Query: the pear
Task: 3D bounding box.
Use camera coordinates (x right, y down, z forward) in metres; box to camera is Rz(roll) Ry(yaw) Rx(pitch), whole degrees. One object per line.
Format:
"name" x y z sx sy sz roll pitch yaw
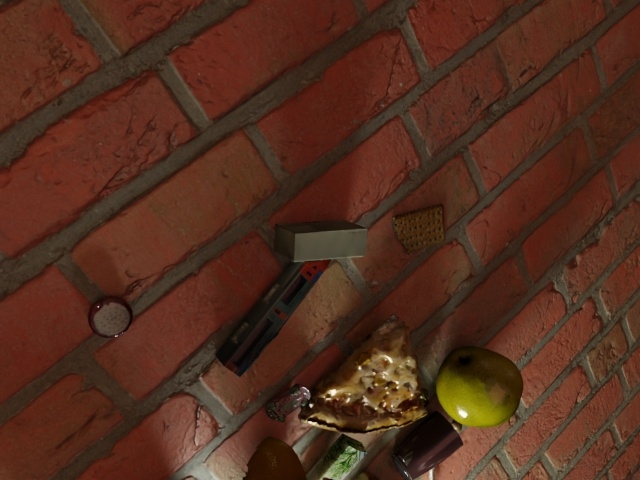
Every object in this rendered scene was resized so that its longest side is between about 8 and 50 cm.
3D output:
"pear" 0.539 0.496 1.811 0.295 0.294 0.293 -7 105 -27

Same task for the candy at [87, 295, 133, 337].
"candy" -0.509 0.186 1.288 0.103 0.043 0.103 -7 106 -27

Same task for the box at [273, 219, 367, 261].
"box" 0.000 0.000 1.472 0.225 0.129 0.086 -3 104 -28

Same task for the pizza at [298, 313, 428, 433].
"pizza" 0.193 0.488 1.686 0.435 0.080 0.392 -44 120 4

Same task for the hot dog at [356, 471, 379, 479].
"hot dog" 0.217 0.888 1.834 0.068 0.083 0.289 -41 121 -7

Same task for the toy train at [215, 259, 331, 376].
"toy train" -0.130 0.185 1.470 0.089 0.086 0.409 43 81 -28

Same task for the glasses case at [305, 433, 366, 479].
"glasses case" 0.024 0.738 1.669 0.095 0.062 0.272 35 98 -30

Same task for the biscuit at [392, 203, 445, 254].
"biscuit" 0.320 -0.033 1.705 0.203 0.016 0.143 -17 109 -25

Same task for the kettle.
"kettle" 0.362 0.732 1.861 0.232 0.144 0.202 -34 147 -11

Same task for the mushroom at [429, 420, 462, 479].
"mushroom" 0.443 0.806 1.967 0.068 0.043 0.306 24 91 -6

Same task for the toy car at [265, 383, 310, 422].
"toy car" -0.098 0.478 1.578 0.142 0.055 0.069 -34 116 -3

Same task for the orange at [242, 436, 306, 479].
"orange" -0.157 0.736 1.486 0.334 0.196 0.262 -52 134 -27

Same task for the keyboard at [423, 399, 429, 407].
"keyboard" 0.260 0.480 1.782 0.103 0.041 0.381 -46 119 -12
